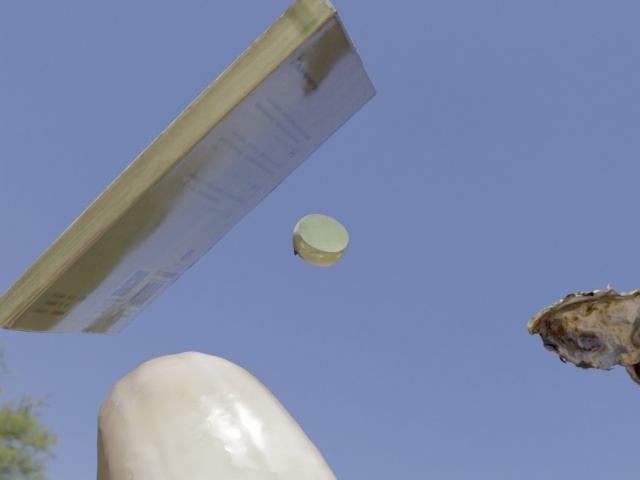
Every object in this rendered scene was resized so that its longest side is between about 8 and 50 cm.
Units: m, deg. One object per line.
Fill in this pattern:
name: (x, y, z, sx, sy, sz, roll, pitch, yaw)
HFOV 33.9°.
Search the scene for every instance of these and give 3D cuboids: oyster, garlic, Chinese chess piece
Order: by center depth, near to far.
garlic: (-0.035, 0.155, 0.381, 0.110, 0.228, 0.217, -19, -46, -27)
oyster: (0.305, 0.096, 1.206, 0.148, 0.103, 0.051, 10, 4, -22)
Chinese chess piece: (0.000, 0.000, 1.521, 0.084, 0.084, 0.034, 13, -46, -10)

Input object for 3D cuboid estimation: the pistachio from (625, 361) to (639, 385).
pistachio: (0.489, 0.120, 1.435, 0.131, 0.206, 0.130, 31, -41, 22)

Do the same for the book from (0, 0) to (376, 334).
book: (-0.079, -0.036, 0.724, 0.025, 0.282, 0.215, 47, 2, 12)
